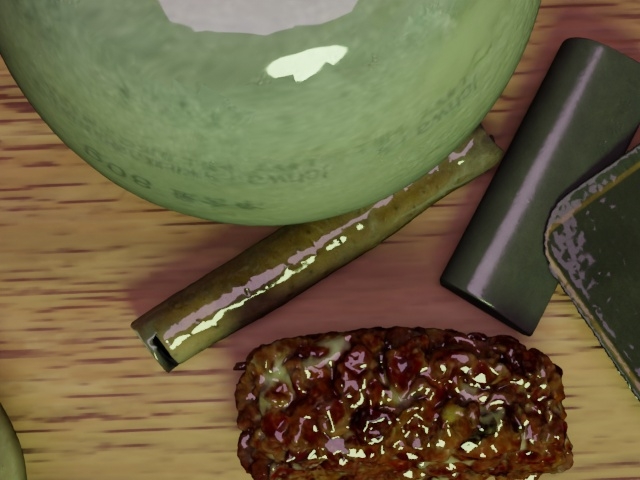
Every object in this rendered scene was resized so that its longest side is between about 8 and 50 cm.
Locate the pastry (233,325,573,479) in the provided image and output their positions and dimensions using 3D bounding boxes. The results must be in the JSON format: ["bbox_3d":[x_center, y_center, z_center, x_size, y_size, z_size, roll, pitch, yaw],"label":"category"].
[{"bbox_3d":[0.050,0.102,0.797,0.209,0.115,0.097,-2,72,2],"label":"pastry"}]

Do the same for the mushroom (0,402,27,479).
[{"bbox_3d":[-0.280,0.153,0.737,0.207,0.215,0.207,0,91,5],"label":"mushroom"}]

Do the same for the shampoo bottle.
[{"bbox_3d":[-0.033,-0.171,0.719,0.323,0.317,0.322,0,86,1],"label":"shampoo bottle"}]

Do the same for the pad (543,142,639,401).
[{"bbox_3d":[0.359,0.056,0.803,0.315,0.063,0.375,-36,91,-4],"label":"pad"}]

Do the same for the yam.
[{"bbox_3d":[0.000,0.000,0.836,0.264,0.046,0.046,-32,85,-4],"label":"yam"}]

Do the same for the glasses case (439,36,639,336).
[{"bbox_3d":[0.151,-0.037,0.844,0.072,0.042,0.190,28,85,-5],"label":"glasses case"}]
